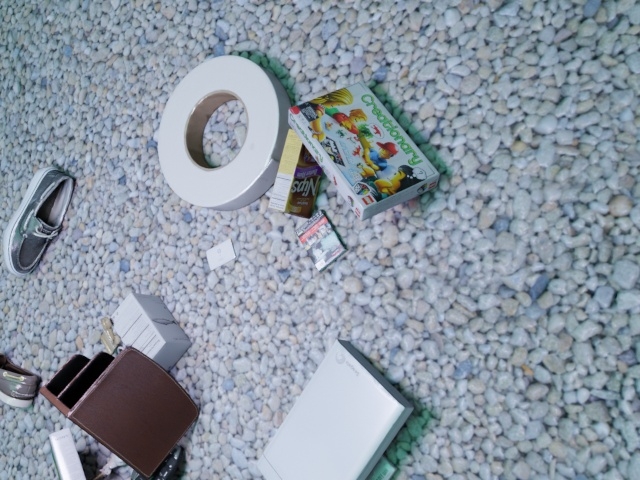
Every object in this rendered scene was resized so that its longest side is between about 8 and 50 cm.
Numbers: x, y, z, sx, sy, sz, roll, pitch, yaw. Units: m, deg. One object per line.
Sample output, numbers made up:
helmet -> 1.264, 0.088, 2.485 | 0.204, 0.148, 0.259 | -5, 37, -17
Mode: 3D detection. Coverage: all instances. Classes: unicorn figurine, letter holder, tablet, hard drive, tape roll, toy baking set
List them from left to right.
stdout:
toy baking set -> -0.513, 0.305, 1.856 | 0.256, 0.030, 0.196 | 42, 145, 35
unicorn figurine -> -0.514, 0.549, 1.879 | 0.111, 0.060, 0.162 | -6, 63, 31
letter holder -> -0.459, 0.378, 1.719 | 0.152, 0.302, 0.214 | 19, 62, 45
tablet -> -0.250, 0.035, 1.822 | 0.083, 0.006, 0.054 | -26, 69, 25
tape roll -> -0.243, -0.268, 1.826 | 0.392, 0.072, 0.392 | -5, 80, 30
hard drive -> 0.021, 0.421, 1.552 | 0.233, 0.047, 0.353 | 41, 104, 40

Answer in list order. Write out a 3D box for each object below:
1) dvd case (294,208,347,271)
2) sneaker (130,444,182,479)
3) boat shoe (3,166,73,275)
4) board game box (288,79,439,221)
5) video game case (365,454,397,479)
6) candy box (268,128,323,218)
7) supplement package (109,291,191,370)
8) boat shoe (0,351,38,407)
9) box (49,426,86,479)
dvd case -> 0.000, 0.000, 1.671 | 0.087, 0.013, 0.119 | -41, 63, 20
sneaker -> -0.423, 0.619, 1.790 | 0.101, 0.106, 0.267 | 28, 77, 37
boat shoe -> -0.819, -0.051, 2.113 | 0.119, 0.121, 0.335 | 17, 90, 36
board game box -> 0.088, -0.199, 1.561 | 0.193, 0.053, 0.305 | -25, 63, -20
video game case -> 0.069, 0.496, 1.549 | 0.143, 0.019, 0.157 | 39, 104, 30
candy box -> -0.047, -0.150, 1.667 | 0.053, 0.109, 0.186 | 17, 92, 34
supplement package -> -0.432, 0.231, 1.843 | 0.105, 0.105, 0.179 | -49, 62, 13
boat shoe -> -0.953, 0.378, 2.137 | 0.324, 0.116, 0.096 | 23, 90, 28
box -> -0.613, 0.661, 1.842 | 0.322, 0.058, 0.232 | 64, 153, 24
